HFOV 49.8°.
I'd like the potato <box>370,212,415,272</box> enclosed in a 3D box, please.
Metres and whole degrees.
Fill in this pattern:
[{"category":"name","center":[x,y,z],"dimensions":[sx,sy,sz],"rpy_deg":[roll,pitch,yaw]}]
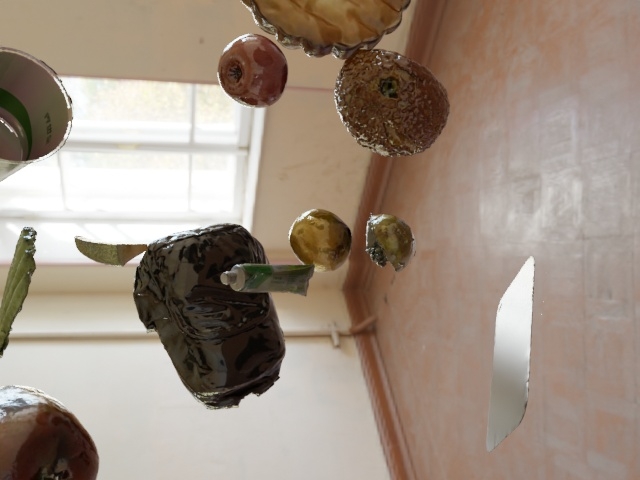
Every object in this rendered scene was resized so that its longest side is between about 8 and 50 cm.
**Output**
[{"category":"potato","center":[0.188,-0.010,1.681],"dimensions":[0.164,0.081,0.200],"rpy_deg":[63,-169,1]}]

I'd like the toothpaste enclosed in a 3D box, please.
[{"category":"toothpaste","center":[-0.103,0.079,1.415],"dimensions":[0.046,0.248,0.078],"rpy_deg":[23,102,41]}]

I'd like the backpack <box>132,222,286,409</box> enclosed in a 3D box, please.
[{"category":"backpack","center":[-0.257,0.192,1.705],"dimensions":[0.255,0.363,0.446],"rpy_deg":[-37,70,58]}]

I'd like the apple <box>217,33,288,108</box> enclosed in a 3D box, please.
[{"category":"apple","center":[-0.143,-0.350,1.427],"dimensions":[0.153,0.120,0.154],"rpy_deg":[18,120,33]}]

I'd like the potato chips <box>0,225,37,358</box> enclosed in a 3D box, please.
[{"category":"potato chips","center":[-0.844,0.144,1.911],"dimensions":[0.429,0.070,0.358],"rpy_deg":[-62,26,27]}]

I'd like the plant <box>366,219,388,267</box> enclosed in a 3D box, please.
[{"category":"plant","center":[0.176,0.005,1.962],"dimensions":[0.092,0.094,0.143],"rpy_deg":[-20,79,52]}]

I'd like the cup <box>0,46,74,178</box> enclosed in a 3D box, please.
[{"category":"cup","center":[-0.705,-0.249,1.498],"dimensions":[0.274,0.253,0.253],"rpy_deg":[-20,67,48]}]

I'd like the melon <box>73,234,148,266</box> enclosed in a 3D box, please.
[{"category":"melon","center":[-0.477,0.012,1.495],"dimensions":[0.098,0.182,0.054],"rpy_deg":[-34,-52,-63]}]

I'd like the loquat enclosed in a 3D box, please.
[{"category":"loquat","center":[0.000,0.000,1.594],"dimensions":[0.137,0.163,0.163],"rpy_deg":[-56,13,-4]}]

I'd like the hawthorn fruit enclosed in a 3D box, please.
[{"category":"hawthorn fruit","center":[-0.530,0.408,1.229],"dimensions":[0.267,0.300,0.268],"rpy_deg":[-25,-60,-54]}]

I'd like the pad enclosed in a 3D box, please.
[{"category":"pad","center":[0.422,0.220,1.396],"dimensions":[0.315,0.063,0.376],"rpy_deg":[99,-176,-57]}]

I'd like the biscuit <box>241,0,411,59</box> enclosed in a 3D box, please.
[{"category":"biscuit","center":[0.003,-0.468,1.223],"dimensions":[0.107,0.325,0.326],"rpy_deg":[138,131,-70]}]

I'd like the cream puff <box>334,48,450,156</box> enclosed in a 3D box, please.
[{"category":"cream puff","center":[0.164,-0.312,1.655],"dimensions":[0.212,0.303,0.303],"rpy_deg":[-65,11,-6]}]
